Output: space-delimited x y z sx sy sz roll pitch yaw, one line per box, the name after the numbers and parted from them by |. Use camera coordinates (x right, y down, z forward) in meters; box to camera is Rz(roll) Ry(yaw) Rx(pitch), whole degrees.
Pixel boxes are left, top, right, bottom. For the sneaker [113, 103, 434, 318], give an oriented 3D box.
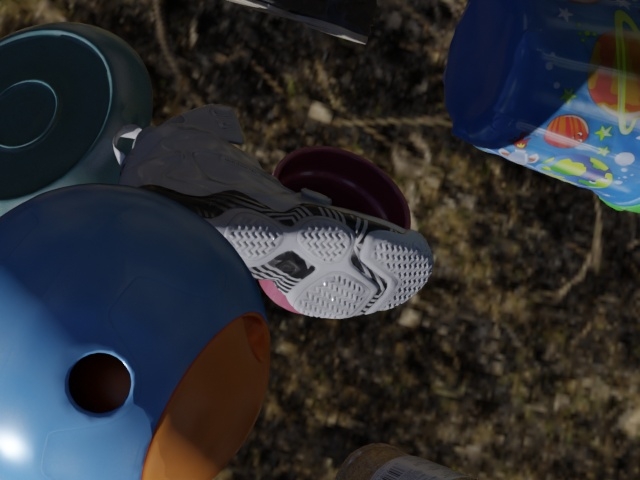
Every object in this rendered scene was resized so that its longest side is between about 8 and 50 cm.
-0.059 -0.040 1.384 0.366 0.210 0.137 7 132 -18 | sneaker

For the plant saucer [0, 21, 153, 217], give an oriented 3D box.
-0.363 -0.149 1.579 0.318 0.317 0.043 2 156 19 | plant saucer

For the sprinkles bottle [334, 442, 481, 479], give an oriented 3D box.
0.138 0.317 1.441 0.121 0.121 0.355 35 168 -21 | sprinkles bottle

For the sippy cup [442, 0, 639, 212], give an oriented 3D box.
0.251 -0.157 1.243 0.224 0.240 0.305 10 135 -20 | sippy cup

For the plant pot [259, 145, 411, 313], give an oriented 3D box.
0.000 0.000 1.752 0.201 0.201 0.180 23 136 -6 | plant pot

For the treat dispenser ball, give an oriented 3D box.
-0.186 0.095 1.079 0.288 0.288 0.288 11 142 9 | treat dispenser ball

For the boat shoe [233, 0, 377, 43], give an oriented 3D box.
-0.043 -0.377 1.891 0.335 0.095 0.112 9 -170 -45 | boat shoe
